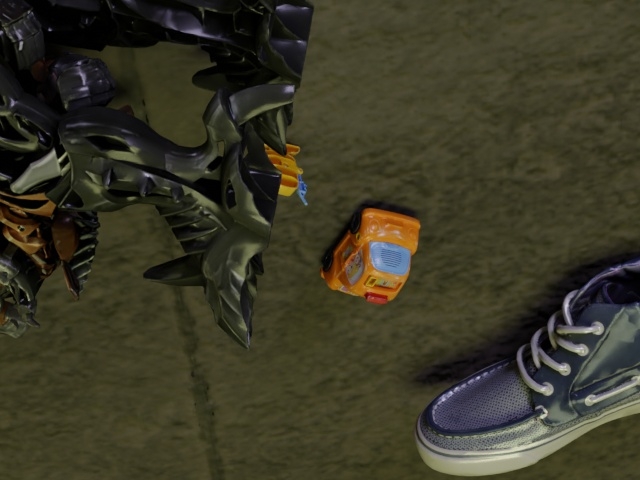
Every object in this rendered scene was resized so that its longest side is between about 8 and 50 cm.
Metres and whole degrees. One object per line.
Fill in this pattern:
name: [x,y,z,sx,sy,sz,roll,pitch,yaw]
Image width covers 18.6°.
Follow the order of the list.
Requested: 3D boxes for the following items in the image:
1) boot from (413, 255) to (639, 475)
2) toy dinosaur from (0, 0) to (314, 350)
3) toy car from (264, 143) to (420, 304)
boot: [0.134,0.060,1.056,0.190,0.069,0.086,-20,133,0]
toy dinosaur: [-0.120,-0.055,0.803,0.218,0.164,0.322,12,160,-1]
toy car: [0.000,0.000,0.966,0.122,0.040,0.060,28,128,-37]
